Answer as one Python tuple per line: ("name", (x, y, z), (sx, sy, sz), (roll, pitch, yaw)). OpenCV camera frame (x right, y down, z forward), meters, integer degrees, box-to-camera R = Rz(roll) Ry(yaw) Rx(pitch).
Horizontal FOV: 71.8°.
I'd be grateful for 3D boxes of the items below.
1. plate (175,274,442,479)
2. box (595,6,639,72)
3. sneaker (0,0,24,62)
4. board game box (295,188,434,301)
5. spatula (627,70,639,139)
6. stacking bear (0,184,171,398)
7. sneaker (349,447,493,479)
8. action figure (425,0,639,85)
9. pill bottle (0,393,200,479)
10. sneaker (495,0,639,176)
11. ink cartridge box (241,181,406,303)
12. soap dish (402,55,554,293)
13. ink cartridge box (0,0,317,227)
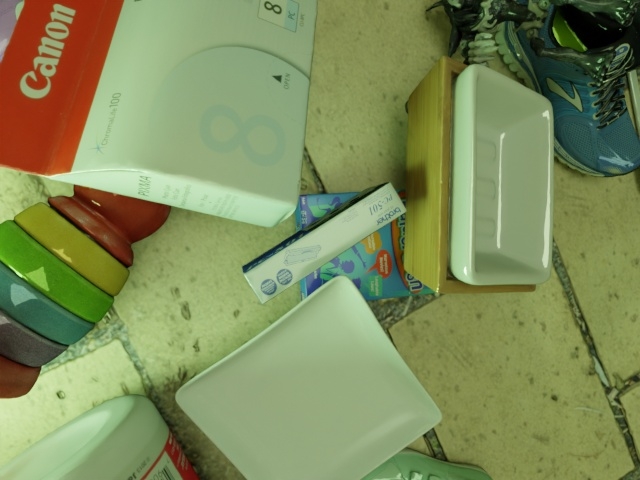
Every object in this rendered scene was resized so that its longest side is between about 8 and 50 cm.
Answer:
("plate", (-0.008, 0.225, 0.622), (0.278, 0.045, 0.277), (-35, 106, -2))
("box", (0.539, -0.422, 0.629), (0.296, 0.294, 0.183), (-45, 98, -9))
("sneaker", (-0.457, -0.216, 0.499), (0.282, 0.102, 0.161), (-33, 101, -11))
("board game box", (0.072, 0.007, 0.655), (0.210, 0.047, 0.160), (-5, 92, -14))
("spatula", (0.624, -0.216, 0.796), (0.168, 0.019, 0.242), (-14, 95, -12))
("stacking bear", (-0.297, 0.015, 0.515), (0.289, 0.175, 0.164), (-51, 145, -18))
("sneaker", (0.171, 0.381, 0.635), (0.255, 0.151, 0.094), (10, 91, -12))
("action figure", (0.258, -0.308, 0.588), (0.275, 0.141, 0.164), (26, 118, 22))
("pill bottle", (-0.204, 0.411, 0.507), (0.229, 0.229, 0.408), (-28, 97, -11))
("sneaker", (0.406, -0.238, 0.678), (0.129, 0.147, 0.330), (-40, 100, -9))
("ink cartridge box", (0.000, 0.000, 0.563), (0.207, 0.097, 0.046), (-33, 97, -8))
("soap dish", (0.220, -0.075, 0.616), (0.228, 0.118, 0.291), (4, 88, -37))
("ink cartridge box", (-0.199, -0.205, 0.494), (0.384, 0.091, 0.308), (13, 68, -22))
